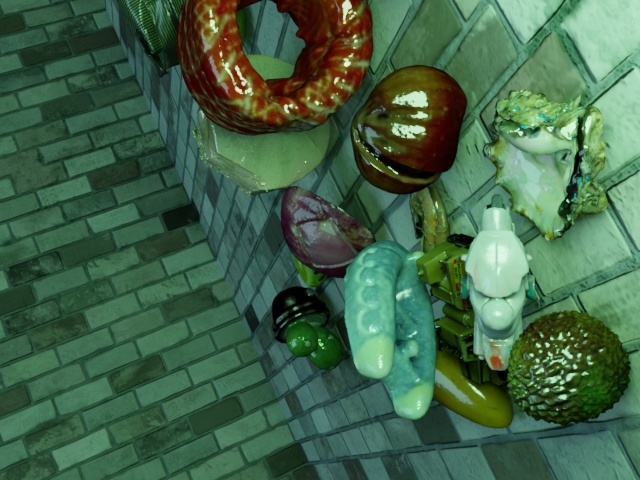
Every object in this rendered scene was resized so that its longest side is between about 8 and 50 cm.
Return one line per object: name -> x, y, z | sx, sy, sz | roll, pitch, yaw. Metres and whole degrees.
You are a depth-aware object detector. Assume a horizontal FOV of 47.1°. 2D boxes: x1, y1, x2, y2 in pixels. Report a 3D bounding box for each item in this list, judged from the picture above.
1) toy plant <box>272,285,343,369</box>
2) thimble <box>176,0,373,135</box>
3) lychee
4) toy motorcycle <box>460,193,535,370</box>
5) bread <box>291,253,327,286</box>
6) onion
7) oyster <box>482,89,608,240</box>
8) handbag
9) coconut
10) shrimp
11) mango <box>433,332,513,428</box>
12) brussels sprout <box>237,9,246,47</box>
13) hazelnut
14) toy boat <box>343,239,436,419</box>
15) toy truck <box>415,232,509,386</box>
toy plant -> -0.040, 0.257, 2.098 | 0.218, 0.175, 0.235 | 27, -149, -56
thimble -> -0.081, -0.360, 1.301 | 0.230, 0.350, 0.350 | 7, 116, 67
lychee -> 0.330, 0.178, 1.000 | 0.171, 0.171, 0.171 | 54, 156, 37
toy motorcycle -> 0.251, 0.073, 1.051 | 0.171, 0.110, 0.260 | -62, -31, -59
bread -> -0.027, 0.055, 1.990 | 0.139, 0.071, 0.130 | 58, 162, 23
onion -> 0.000, 0.000, 1.616 | 0.250, 0.111, 0.247 | 32, 163, 15
oyster -> 0.284, -0.106, 0.945 | 0.198, 0.092, 0.259 | 62, 178, 14
handbag -> -0.427, -0.625, 2.081 | 0.341, 0.247, 0.240 | 138, 113, -82
coconut -> -0.134, -0.252, 1.633 | 0.297, 0.298, 0.309 | 69, 164, -2
shrimp -> 0.201, -0.006, 1.352 | 0.143, 0.052, 0.251 | -121, 23, -60
mango -> 0.258, 0.261, 1.377 | 0.253, 0.113, 0.138 | 39, 158, 36
brussels sprout -> -0.257, -0.560, 1.866 | 0.145, 0.131, 0.183 | 170, 84, -76
hazelnut -> 0.133, -0.177, 1.140 | 0.178, 0.178, 0.204 | 59, 142, 25
toy boat -> 0.140, 0.128, 1.246 | 0.215, 0.123, 0.330 | 49, -154, -29
toy truck -> 0.250, 0.124, 1.229 | 0.127, 0.127, 0.257 | 26, 138, 61
